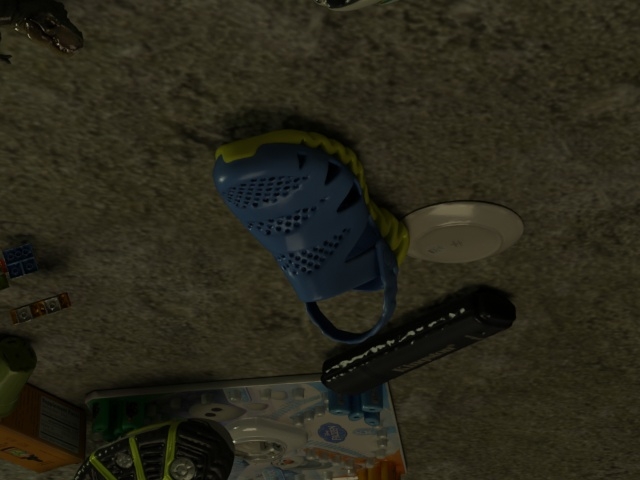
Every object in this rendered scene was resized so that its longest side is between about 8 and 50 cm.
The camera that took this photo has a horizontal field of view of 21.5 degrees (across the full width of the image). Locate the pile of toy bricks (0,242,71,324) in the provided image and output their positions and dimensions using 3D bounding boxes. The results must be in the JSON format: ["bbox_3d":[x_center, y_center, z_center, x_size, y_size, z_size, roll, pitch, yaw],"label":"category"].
[{"bbox_3d":[-0.381,0.059,1.805,0.212,0.118,0.105,-17,-178,-5],"label":"pile of toy bricks"}]

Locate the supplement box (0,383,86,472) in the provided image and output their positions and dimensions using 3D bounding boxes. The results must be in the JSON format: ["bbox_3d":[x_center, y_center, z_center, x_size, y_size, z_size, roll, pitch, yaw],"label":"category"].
[{"bbox_3d":[-0.395,0.225,2.133,0.078,0.080,0.233,-16,149,26],"label":"supplement box"}]

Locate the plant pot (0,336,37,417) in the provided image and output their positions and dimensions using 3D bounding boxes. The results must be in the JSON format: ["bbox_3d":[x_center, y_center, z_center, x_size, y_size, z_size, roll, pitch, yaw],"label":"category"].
[{"bbox_3d":[-0.377,0.155,2.008,0.083,0.083,0.079,18,134,-34],"label":"plant pot"}]

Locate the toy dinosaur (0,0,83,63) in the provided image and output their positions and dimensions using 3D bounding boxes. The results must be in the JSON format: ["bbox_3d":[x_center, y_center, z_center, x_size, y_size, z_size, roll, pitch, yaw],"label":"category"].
[{"bbox_3d":[-0.331,-0.166,1.385,0.268,0.064,0.118,4,138,-10],"label":"toy dinosaur"}]

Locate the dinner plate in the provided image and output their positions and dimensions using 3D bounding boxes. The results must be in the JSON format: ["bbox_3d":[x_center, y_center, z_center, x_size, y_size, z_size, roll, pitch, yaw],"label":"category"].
[{"bbox_3d":[0.145,-0.003,1.790,0.141,0.017,0.141,0,153,0],"label":"dinner plate"}]

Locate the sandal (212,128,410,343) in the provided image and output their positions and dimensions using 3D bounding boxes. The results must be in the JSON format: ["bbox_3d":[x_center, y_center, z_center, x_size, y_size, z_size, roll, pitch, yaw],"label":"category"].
[{"bbox_3d":[0.000,0.000,1.652,0.126,0.138,0.317,-12,149,27],"label":"sandal"}]

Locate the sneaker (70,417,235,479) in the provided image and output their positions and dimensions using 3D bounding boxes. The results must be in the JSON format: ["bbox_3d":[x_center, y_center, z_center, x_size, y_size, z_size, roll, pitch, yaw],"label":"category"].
[{"bbox_3d":[-0.260,0.324,2.197,0.384,0.147,0.145,-33,99,27],"label":"sneaker"}]

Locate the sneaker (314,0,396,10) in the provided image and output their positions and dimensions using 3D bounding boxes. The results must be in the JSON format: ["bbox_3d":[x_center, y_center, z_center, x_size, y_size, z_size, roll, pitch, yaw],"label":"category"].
[{"bbox_3d":[0.113,-0.245,1.251,0.275,0.107,0.110,-17,169,36],"label":"sneaker"}]

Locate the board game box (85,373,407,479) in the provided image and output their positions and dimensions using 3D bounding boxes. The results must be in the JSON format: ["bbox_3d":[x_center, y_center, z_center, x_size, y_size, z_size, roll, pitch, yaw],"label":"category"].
[{"bbox_3d":[-0.087,0.285,2.302,0.390,0.050,0.390,-5,153,5],"label":"board game box"}]

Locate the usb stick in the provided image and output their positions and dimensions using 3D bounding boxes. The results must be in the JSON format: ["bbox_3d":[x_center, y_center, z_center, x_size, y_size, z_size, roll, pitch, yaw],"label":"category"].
[{"bbox_3d":[0.112,0.125,2.005,0.077,0.045,0.278,21,145,-37],"label":"usb stick"}]
